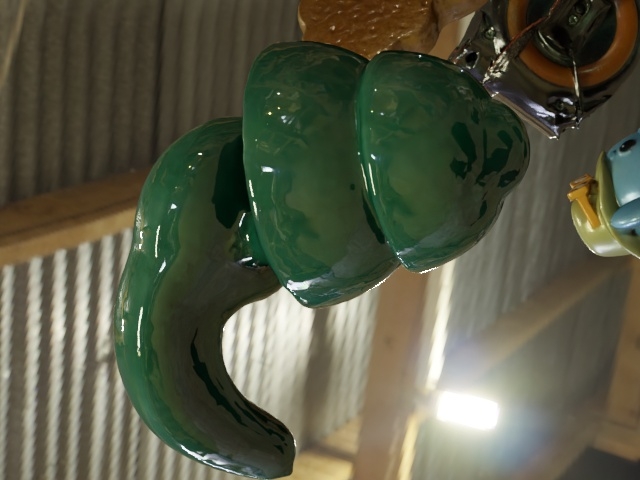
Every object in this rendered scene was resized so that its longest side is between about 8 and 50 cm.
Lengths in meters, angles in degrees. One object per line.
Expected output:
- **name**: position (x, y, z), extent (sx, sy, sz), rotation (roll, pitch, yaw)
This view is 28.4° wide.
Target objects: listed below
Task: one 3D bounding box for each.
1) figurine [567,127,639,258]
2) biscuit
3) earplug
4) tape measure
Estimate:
- **figurine**: position (0.397, -0.073, 1.381), extent (0.262, 0.180, 0.154), rotation (-29, -58, 1)
- **biscuit**: position (0.072, -0.248, 1.066), extent (0.295, 0.186, 0.044), rotation (-61, -31, -25)
- **earplug**: position (-0.001, 0.004, 0.772), extent (0.164, 0.280, 0.257), rotation (15, -120, -67)
- **tape measure**: position (0.278, -0.245, 1.501), extent (0.223, 0.202, 0.135), rotation (-58, 6, -4)
